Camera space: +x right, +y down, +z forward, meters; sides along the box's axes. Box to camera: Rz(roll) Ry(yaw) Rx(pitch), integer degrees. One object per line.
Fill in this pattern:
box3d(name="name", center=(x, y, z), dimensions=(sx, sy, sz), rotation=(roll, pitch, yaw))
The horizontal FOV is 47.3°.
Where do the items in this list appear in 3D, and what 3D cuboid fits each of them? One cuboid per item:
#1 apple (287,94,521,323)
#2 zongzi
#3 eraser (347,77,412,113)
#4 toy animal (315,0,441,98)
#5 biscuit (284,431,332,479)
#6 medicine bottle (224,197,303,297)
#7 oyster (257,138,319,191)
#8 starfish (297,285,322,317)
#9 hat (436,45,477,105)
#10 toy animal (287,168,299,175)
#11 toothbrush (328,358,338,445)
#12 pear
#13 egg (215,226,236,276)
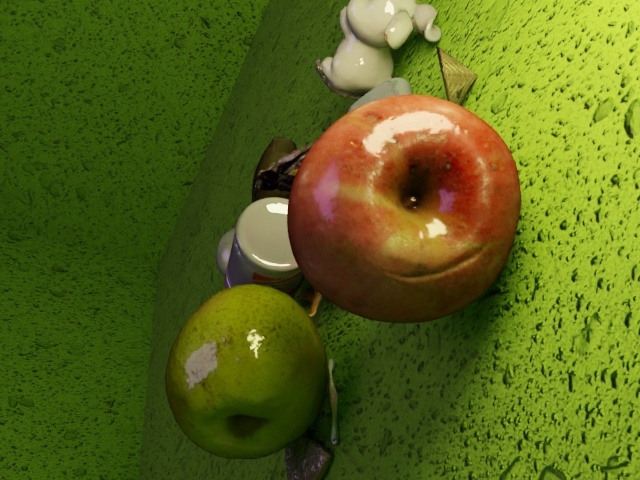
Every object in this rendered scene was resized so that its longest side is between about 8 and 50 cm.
box3d(name="apple", center=(0.125, -0.042, 1.166), dimensions=(0.364, 0.364, 0.363), rotation=(-163, 90, -70))
box3d(name="zongzi", center=(-0.158, -0.144, 2.304), dimensions=(0.273, 0.145, 0.300), rotation=(-88, 18, -44))
box3d(name="eraser", center=(0.138, -0.241, 1.615), dimensions=(0.174, 0.081, 0.227), rotation=(-30, 37, 26))
box3d(name="toy animal", center=(0.133, -0.478, 1.706), dimensions=(0.310, 0.183, 0.247), rotation=(-47, 56, 48))
box3d(name="biscuit", center=(-0.041, 0.490, 1.629), dimensions=(0.250, 0.032, 0.133), rotation=(-166, 92, -69))
box3d(name="medicine bottle", center=(-0.130, 0.051, 1.845), dimensions=(0.316, 0.202, 0.202), rotation=(114, 164, -61))
box3d(name="oyster", center=(-0.030, -0.196, 1.958), dimensions=(0.100, 0.275, 0.271), rotation=(64, 169, 3))
box3d(name="starfish", center=(-0.011, 0.105, 1.832), dimensions=(0.247, 0.050, 0.138), rotation=(-119, 47, -82))
box3d(name="hat", center=(0.272, -0.312, 1.416), dimensions=(0.146, 0.067, 0.145), rotation=(-12, -90, -80))
box3d(name="toy animal", center=(0.027, -0.123, 1.867), dimensions=(0.155, 0.219, 0.095), rotation=(-43, -20, -34))
box3d(name="toothbrush", center=(0.027, 0.346, 1.580), dimensions=(0.017, 0.022, 0.204), rotation=(-28, 42, 28))
box3d(name="pear", center=(-0.158, 0.273, 1.624), dimensions=(0.391, 0.391, 0.390), rotation=(-163, 90, -70))
box3d(name="egg", center=(-0.270, 0.040, 2.419), dimensions=(0.209, 0.151, 0.151), rotation=(-92, 27, -43))
